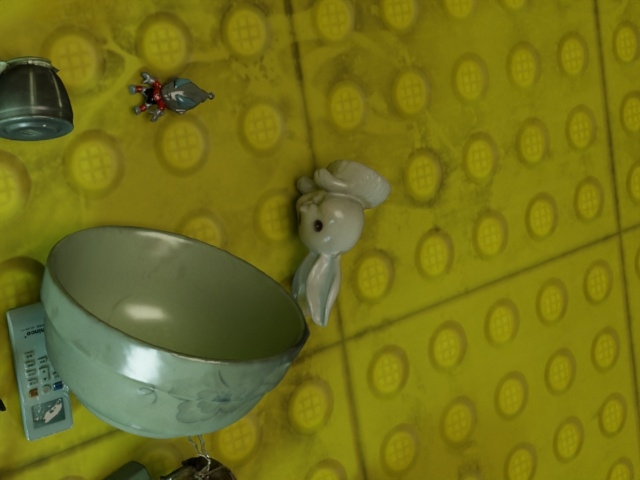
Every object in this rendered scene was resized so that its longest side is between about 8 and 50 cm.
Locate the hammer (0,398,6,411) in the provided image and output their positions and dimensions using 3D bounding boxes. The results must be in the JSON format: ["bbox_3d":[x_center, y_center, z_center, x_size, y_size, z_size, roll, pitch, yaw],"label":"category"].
[{"bbox_3d":[-0.381,0.276,1.241,0.021,0.078,0.201,4,103,-7],"label":"hammer"}]

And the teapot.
[{"bbox_3d":[-0.343,-0.166,1.215,0.124,0.092,0.090,5,74,-44],"label":"teapot"}]

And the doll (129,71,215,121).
[{"bbox_3d":[-0.185,-0.185,1.365,0.114,0.039,0.057,-9,56,-29],"label":"doll"}]

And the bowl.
[{"bbox_3d":[-0.184,0.115,1.248,0.307,0.307,0.163,7,117,-38],"label":"bowl"}]

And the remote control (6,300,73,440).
[{"bbox_3d":[-0.335,0.154,1.281,0.061,0.029,0.162,-13,106,-35],"label":"remote control"}]

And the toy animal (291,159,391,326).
[{"bbox_3d":[0.000,-0.002,1.480,0.131,0.104,0.220,36,71,-36],"label":"toy animal"}]

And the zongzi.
[{"bbox_3d":[-0.194,0.376,1.296,0.111,0.247,0.241,39,68,15],"label":"zongzi"}]

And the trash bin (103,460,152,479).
[{"bbox_3d":[-0.254,0.328,1.350,0.092,0.043,0.061,-36,114,-34],"label":"trash bin"}]
